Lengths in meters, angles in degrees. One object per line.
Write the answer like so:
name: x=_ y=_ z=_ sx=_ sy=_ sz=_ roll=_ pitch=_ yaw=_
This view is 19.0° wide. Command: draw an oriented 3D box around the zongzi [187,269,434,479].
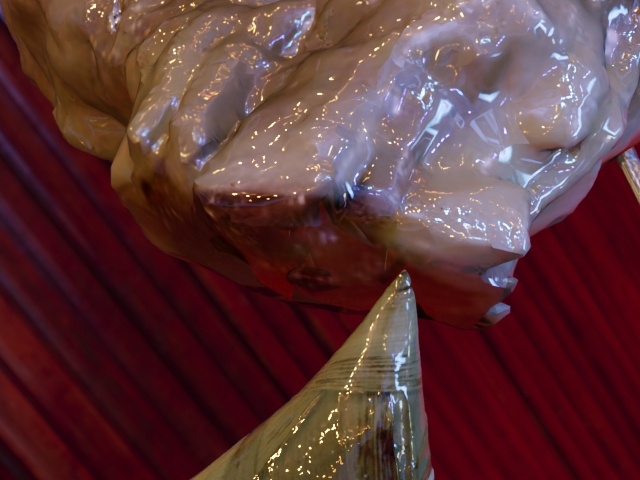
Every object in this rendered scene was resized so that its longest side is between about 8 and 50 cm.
zongzi: x=-0.017 y=0.065 z=0.586 sx=0.104 sy=0.113 sz=0.052 roll=-4 pitch=19 yaw=9

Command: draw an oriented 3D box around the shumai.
shumai: x=0.024 y=-0.059 z=0.770 sx=0.346 sy=0.217 sz=0.283 roll=-7 pitch=51 yaw=11

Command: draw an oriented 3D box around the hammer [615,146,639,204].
hammer: x=0.224 y=-0.066 z=1.416 sx=0.029 sy=0.103 sz=0.246 roll=-24 pitch=52 yaw=4
